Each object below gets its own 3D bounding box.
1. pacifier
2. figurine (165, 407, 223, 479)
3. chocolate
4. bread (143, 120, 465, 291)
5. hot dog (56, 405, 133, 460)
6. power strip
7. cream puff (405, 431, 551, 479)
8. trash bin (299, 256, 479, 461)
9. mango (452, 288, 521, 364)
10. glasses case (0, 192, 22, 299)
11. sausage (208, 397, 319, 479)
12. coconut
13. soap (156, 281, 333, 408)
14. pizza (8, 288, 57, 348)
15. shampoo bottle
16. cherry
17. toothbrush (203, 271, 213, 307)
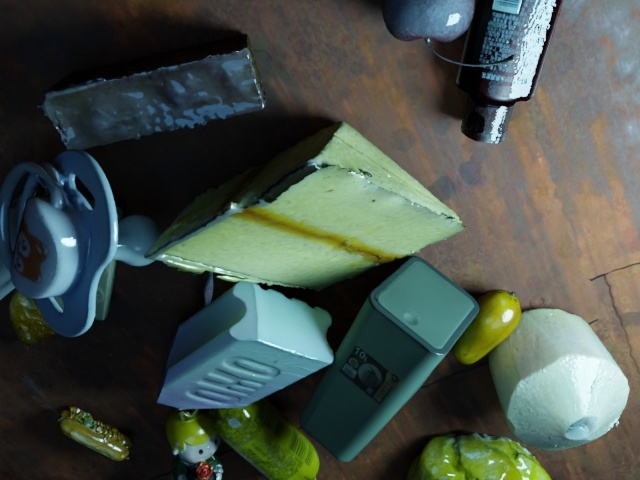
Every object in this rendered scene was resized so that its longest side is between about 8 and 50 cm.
[{"bbox_3d":[-0.357,-0.003,1.039,0.233,0.244,0.300,-1,128,-45],"label":"pacifier"},{"bbox_3d":[-0.264,0.456,1.409,0.127,0.185,0.234,0,128,-24],"label":"figurine"},{"bbox_3d":[-0.248,-0.230,0.999,0.321,0.112,0.112,-12,125,6],"label":"chocolate"},{"bbox_3d":[0.000,0.000,1.093,0.345,0.242,0.405,-37,113,24],"label":"bread"},{"bbox_3d":[-0.489,0.425,1.447,0.188,0.072,0.055,35,95,-22],"label":"hot dog"},{"bbox_3d":[-0.422,0.036,1.192,0.105,0.070,0.257,13,123,-9],"label":"power strip"},{"bbox_3d":[0.357,0.629,1.474,0.378,0.276,0.378,0,121,0],"label":"cream puff"},{"bbox_3d":[0.119,0.231,1.225,0.158,0.223,0.344,37,123,14],"label":"trash bin"},{"bbox_3d":[0.316,0.162,1.261,0.090,0.115,0.178,34,136,12],"label":"mango"},{"bbox_3d":[-0.570,0.041,1.168,0.308,0.083,0.128,-34,89,19],"label":"glasses case"},{"bbox_3d":[-0.119,0.423,1.418,0.123,0.123,0.347,-30,118,17],"label":"sausage"},{"bbox_3d":[0.452,0.275,1.259,0.239,0.244,0.239,-1,124,-1],"label":"coconut"},{"bbox_3d":[-0.162,0.214,1.228,0.208,0.115,0.347,25,137,-33],"label":"soap"},{"bbox_3d":[-0.536,0.140,1.275,0.130,0.041,0.178,3,123,0],"label":"pizza"},{"bbox_3d":[0.279,-0.305,0.974,0.129,0.084,0.323,6,124,-1],"label":"shampoo bottle"},{"bbox_3d":[0.181,-0.339,0.922,0.188,0.148,0.115,6,162,21],"label":"cherry"},{"bbox_3d":[-0.215,0.106,1.270,0.017,0.022,0.204,-2,125,-19],"label":"toothbrush"}]
